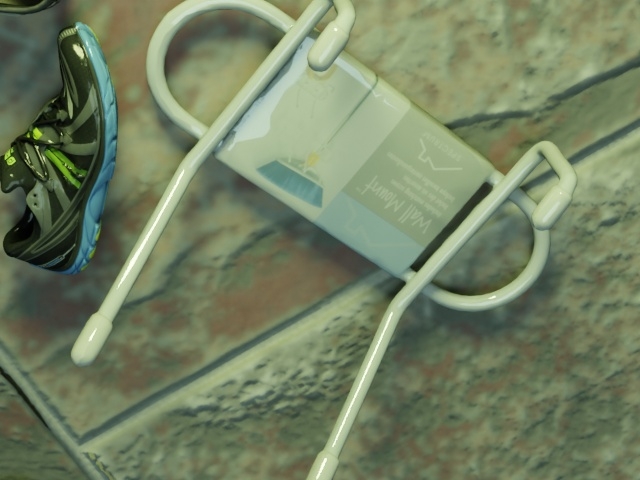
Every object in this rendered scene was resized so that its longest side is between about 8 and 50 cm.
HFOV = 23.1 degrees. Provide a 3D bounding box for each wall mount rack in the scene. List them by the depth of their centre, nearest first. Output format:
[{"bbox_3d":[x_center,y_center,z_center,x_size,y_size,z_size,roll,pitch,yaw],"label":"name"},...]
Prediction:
[{"bbox_3d":[0.000,0.000,1.109,0.350,0.130,0.304,34,108,-20],"label":"wall mount rack"}]

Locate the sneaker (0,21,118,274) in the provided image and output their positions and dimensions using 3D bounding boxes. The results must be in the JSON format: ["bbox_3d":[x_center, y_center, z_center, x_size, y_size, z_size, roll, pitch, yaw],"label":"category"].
[{"bbox_3d":[-0.184,-0.060,1.092,0.078,0.067,0.188,6,118,-16],"label":"sneaker"}]

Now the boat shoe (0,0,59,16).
[{"bbox_3d":[-0.264,-0.195,1.018,0.206,0.065,0.075,15,113,-14],"label":"boat shoe"}]
